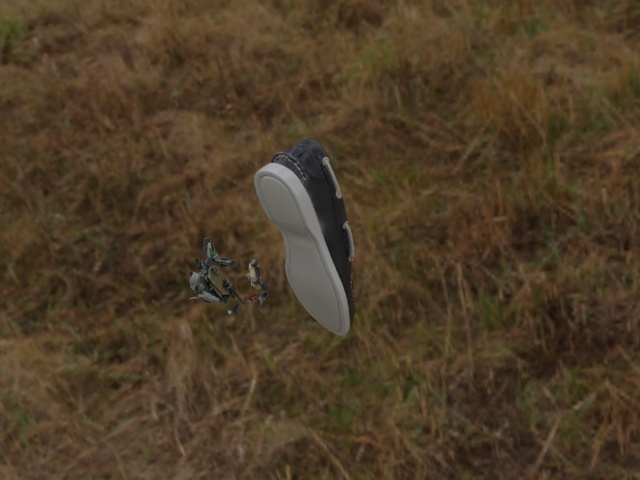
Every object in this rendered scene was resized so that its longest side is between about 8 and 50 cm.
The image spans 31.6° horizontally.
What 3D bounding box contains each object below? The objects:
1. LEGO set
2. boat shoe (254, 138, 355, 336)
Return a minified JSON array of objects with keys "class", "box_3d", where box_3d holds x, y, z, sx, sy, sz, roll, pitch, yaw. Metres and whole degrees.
[{"class":"LEGO set","box_3d":[-0.066,0.030,0.758,0.023,0.083,0.054,-29,55,24]},{"class":"boat shoe","box_3d":[0.000,0.000,0.629,0.046,0.125,0.038,17,50,42]}]
